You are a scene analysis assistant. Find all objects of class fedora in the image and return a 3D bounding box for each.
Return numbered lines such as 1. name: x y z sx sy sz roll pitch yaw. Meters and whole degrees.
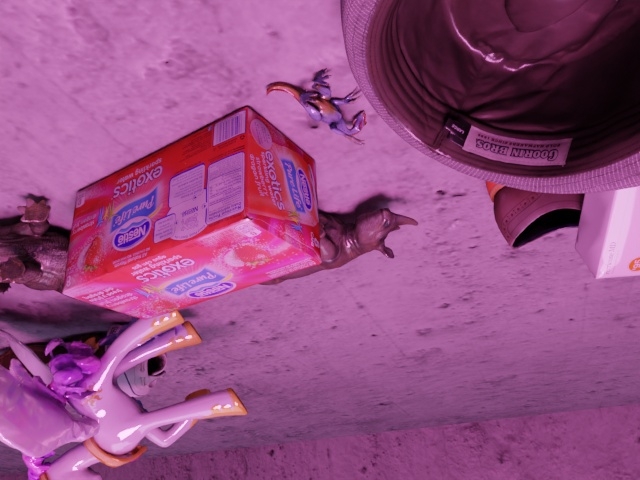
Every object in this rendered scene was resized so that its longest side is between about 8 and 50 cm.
1. fedora: 0.140 -0.141 0.368 0.244 0.124 0.275 27 164 1

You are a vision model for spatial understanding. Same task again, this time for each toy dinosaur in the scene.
1. toy dinosaur: -0.325 0.029 0.740 0.314 0.120 0.160 7 167 -31
2. toy dinosaur: 0.009 -0.124 0.552 0.090 0.047 0.082 23 171 22

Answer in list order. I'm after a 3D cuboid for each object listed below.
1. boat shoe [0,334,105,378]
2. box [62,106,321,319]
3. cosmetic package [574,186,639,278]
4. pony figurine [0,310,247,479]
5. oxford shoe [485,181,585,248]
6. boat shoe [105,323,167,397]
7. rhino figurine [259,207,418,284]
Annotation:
1. boat shoe: -0.504 0.247 1.137 0.258 0.095 0.095 -10 158 13
2. box: -0.137 -0.015 0.627 0.257 0.128 0.123 -20 148 27
3. cosmetic package: 0.295 -0.079 0.511 0.099 0.060 0.238 -4 124 4
4. pony figurine: -0.351 0.240 0.906 0.364 0.350 0.303 -33 -167 -11
5. oxford shoe: 0.314 -0.063 0.615 0.272 0.098 0.097 -22 148 32
6. boat shoe: -0.337 0.233 1.134 0.088 0.096 0.267 3 144 -2
7. rhino figurine: 0.000 0.000 0.733 0.244 0.073 0.106 -12 148 14
